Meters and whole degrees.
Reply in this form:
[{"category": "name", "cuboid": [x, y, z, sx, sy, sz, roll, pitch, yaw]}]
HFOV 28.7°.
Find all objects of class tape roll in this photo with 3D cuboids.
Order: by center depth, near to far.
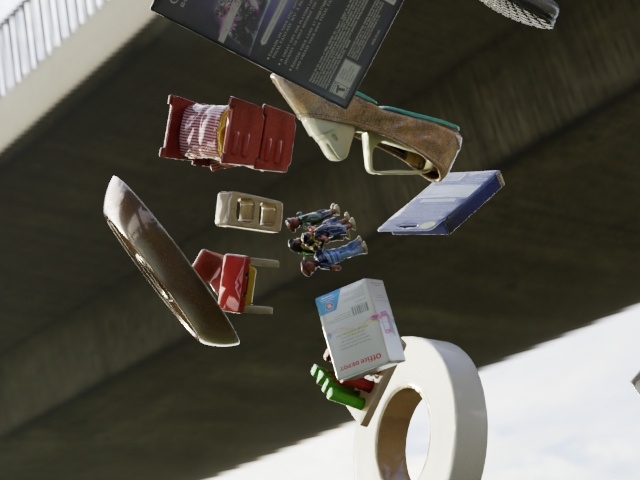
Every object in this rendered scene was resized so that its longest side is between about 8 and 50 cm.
[{"category": "tape roll", "cuboid": [0.181, 0.375, 2.352, 0.072, 0.392, 0.392, 12, -32, -24]}]

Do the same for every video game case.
[{"category": "video game case", "cuboid": [-0.044, -0.309, 1.540, 0.274, 0.026, 0.196, 26, -79, -10]}]

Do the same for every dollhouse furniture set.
[{"category": "dollhouse furniture set", "cuboid": [-0.182, -0.065, 2.240, 0.152, 0.374, 0.201, 9, -3, -41]}]

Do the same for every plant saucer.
[{"category": "plant saucer", "cuboid": [-0.231, 0.043, 1.856, 0.050, 0.310, 0.310, -38, -22, -10]}]

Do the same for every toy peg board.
[{"category": "toy peg board", "cuboid": [0.057, 0.208, 2.144, 0.079, 0.161, 0.160, 21, -80, -21]}]

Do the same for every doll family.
[{"category": "doll family", "cuboid": [0.000, 0.000, 2.079, 0.111, 0.076, 0.193, -18, 16, -13]}]

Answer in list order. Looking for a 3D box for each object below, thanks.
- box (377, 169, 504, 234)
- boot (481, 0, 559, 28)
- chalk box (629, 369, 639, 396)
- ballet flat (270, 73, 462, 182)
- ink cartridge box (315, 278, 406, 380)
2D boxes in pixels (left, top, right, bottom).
[{"category": "box", "cuboid": [0.219, -0.060, 2.288, 0.136, 0.036, 0.225, 0, 29, 46]}, {"category": "boot", "cuboid": [0.304, -0.526, 2.108, 0.222, 0.338, 0.118, -54, -7, 1]}, {"category": "chalk box", "cuboid": [0.607, 0.199, 1.910, 0.132, 0.132, 0.213, 16, -57, -34]}, {"category": "ballet flat", "cuboid": [0.064, -0.155, 1.796, 0.316, 0.106, 0.107, 16, -3, -22]}, {"category": "ink cartridge box", "cuboid": [0.055, 0.125, 1.738, 0.088, 0.122, 0.052, -23, -17, 29]}]
